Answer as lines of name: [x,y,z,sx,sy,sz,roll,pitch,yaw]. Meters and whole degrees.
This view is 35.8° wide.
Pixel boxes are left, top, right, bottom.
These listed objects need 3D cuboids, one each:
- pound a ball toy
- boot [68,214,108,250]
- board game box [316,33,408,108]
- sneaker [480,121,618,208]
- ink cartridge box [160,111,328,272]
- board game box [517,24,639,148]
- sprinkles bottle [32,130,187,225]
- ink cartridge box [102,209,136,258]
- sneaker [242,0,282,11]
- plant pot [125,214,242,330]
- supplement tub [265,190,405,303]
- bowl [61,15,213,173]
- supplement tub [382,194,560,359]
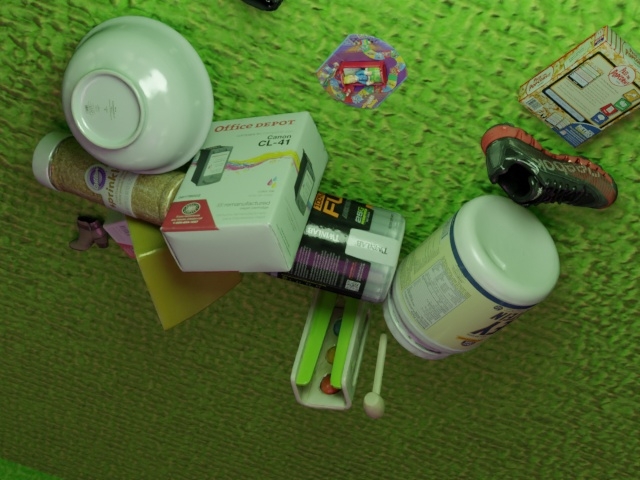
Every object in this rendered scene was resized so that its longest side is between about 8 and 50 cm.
pound a ball toy: [0.066,0.258,2.189,0.208,0.319,0.136,2,139,15]
boot: [-0.542,-0.020,2.286,0.118,0.042,0.087,-1,132,18]
board game box: [0.072,-0.289,1.769,0.133,0.033,0.168,31,139,-18]
sneaker: [0.413,-0.106,1.794,0.276,0.135,0.098,23,138,-11]
ink cartridge box: [-0.136,-0.090,1.856,0.226,0.306,0.131,-3,136,21]
board game box: [0.455,-0.255,1.674,0.146,0.045,0.193,35,137,-21]
sprinkles bottle: [-0.407,-0.121,1.976,0.355,0.121,0.121,19,144,26]
ink cartridge box: [-0.363,-0.034,2.183,0.198,0.067,0.115,-10,134,28]
sneaker: [-0.122,-0.458,1.564,0.079,0.121,0.217,-21,129,35]
plant pot: [-0.277,0.021,2.038,0.187,0.212,0.212,-18,130,-6]
supplement tub: [0.000,0.000,2.006,0.316,0.194,0.194,15,141,0]
bowl: [-0.352,-0.248,1.780,0.297,0.134,0.298,5,109,15]
supplement tub: [0.290,0.083,1.977,0.235,0.235,0.325,27,139,-14]
